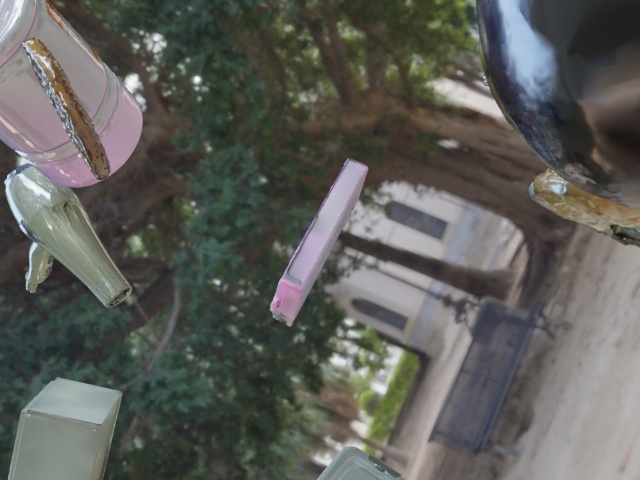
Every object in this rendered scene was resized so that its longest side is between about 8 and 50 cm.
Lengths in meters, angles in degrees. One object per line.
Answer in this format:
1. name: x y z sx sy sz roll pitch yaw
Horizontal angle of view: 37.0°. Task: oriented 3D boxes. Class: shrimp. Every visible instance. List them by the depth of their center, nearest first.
1. shrimp: 0.440 -0.005 1.073 0.272 0.445 0.085 169 114 -76

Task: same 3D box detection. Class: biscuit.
1. biscuit: -0.303 -0.159 1.151 0.027 0.188 0.188 -29 -19 -13

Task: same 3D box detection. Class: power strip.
1. power strip: 0.000 0.000 1.402 0.109 0.037 0.279 107 -171 -54

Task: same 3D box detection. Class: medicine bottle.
1. medicine bottle: -0.433 -0.239 1.450 0.202 0.202 0.316 -65 -30 -17

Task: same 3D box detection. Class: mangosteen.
1. mangosteen: 0.309 -0.206 0.840 0.435 0.382 0.382 149 144 -83

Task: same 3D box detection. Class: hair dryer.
1. hair dryer: -0.443 0.043 1.698 0.119 0.296 0.298 -31 -37 -37

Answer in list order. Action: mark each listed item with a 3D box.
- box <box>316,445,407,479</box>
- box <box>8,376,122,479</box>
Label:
1. box: 0.035 0.369 1.232 0.172 0.124 0.093 -44 -26 -36
2. box: -0.297 0.284 1.069 0.129 0.086 0.225 -104 27 -83
